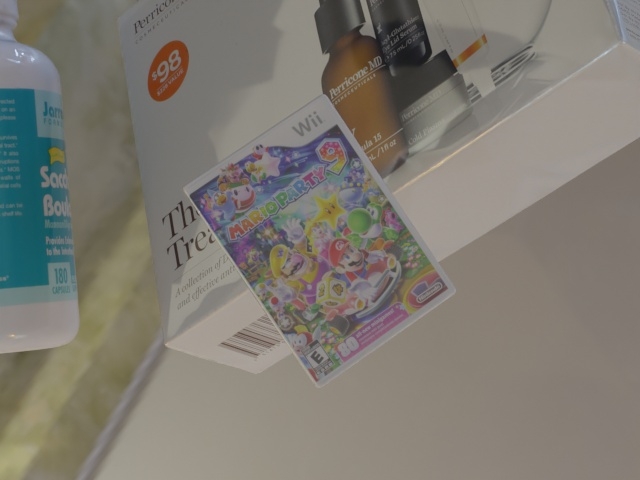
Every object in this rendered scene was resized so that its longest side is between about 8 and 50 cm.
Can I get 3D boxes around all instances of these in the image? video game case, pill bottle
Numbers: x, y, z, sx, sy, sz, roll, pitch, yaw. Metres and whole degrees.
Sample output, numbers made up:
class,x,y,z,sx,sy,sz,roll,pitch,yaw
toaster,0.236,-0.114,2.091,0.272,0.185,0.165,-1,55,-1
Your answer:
class,x,y,z,sx,sy,sz,roll,pitch,yaw
video game case,0.000,0.000,0.778,0.087,0.122,0.011,-34,-177,-9
pill bottle,-0.256,-0.049,1.116,0.146,0.146,0.264,-5,-91,40

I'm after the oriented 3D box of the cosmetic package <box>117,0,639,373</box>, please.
class,x,y,z,sx,sy,sz,roll,pitch,yaw
cosmetic package,0.032,-0.123,1.013,0.377,0.097,0.284,-34,-129,32
